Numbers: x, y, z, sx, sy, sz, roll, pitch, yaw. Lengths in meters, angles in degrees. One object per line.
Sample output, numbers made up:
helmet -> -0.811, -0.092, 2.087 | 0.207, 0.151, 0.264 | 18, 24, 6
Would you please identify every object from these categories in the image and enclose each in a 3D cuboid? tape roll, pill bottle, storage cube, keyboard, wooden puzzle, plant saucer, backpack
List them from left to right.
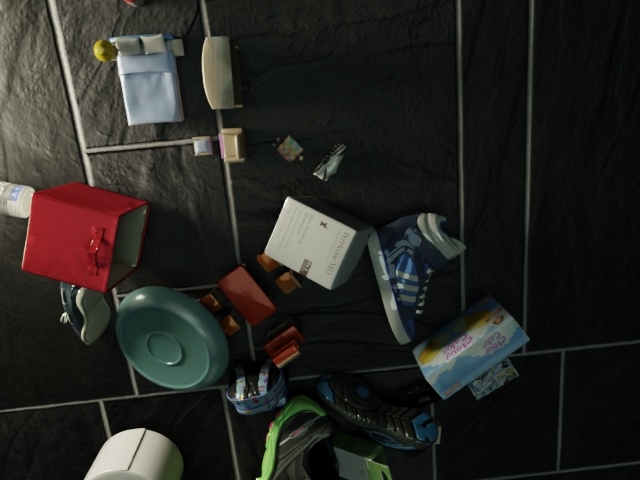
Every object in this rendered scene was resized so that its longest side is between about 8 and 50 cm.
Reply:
pill bottle -> -0.757, -0.102, 1.183 | 0.137, 0.078, 0.078 | 10, 105, -6
storage cube -> -0.530, -0.014, 1.154 | 0.193, 0.215, 0.183 | 16, 105, -1
tape roll -> -0.512, 0.667, 1.366 | 0.247, 0.169, 0.245 | -1, 106, -3
plant saucer -> -0.385, 0.263, 1.269 | 0.318, 0.043, 0.317 | 7, 117, 13
backpack -> -0.159, 0.385, 1.303 | 0.159, 0.173, 0.116 | -15, 106, 0
wooden puzzle -> -0.076, -0.222, 1.223 | 0.049, 0.006, 0.083 | -44, 103, 9
keyboard -> 0.282, 0.430, 1.419 | 0.192, 0.038, 0.100 | -27, 127, 4

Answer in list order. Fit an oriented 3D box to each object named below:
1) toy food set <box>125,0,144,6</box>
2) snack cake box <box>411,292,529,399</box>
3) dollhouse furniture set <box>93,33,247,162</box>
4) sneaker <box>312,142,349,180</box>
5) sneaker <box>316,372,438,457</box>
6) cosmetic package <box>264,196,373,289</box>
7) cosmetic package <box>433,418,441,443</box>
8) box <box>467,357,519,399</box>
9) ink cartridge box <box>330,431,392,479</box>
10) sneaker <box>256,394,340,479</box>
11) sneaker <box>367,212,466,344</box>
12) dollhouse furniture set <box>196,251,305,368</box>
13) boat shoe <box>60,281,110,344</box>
toy food set -> -0.359, -0.577, 1.057 | 0.233, 0.104, 0.111 | -24, 105, 4
snack cake box -> 0.383, 0.273, 1.311 | 0.264, 0.152, 0.089 | -38, 104, 7
dollhouse furniture set -> -0.328, -0.302, 1.089 | 0.304, 0.198, 0.286 | -3, 106, -2
sneaker -> 0.031, -0.192, 1.226 | 0.109, 0.040, 0.044 | -44, 120, 12
sneaker -> 0.135, 0.483, 1.357 | 0.341, 0.125, 0.139 | 27, 132, 9
cosmetic package -> 0.000, 0.000, 1.184 | 0.184, 0.151, 0.151 | 27, 104, 17
cosmetic package -> 0.283, 0.547, 1.440 | 0.115, 0.041, 0.060 | 2, 104, -4
box -> 0.472, 0.373, 1.408 | 0.137, 0.027, 0.093 | -33, 106, 6
ink cartridge box -> 0.126, 0.610, 1.376 | 0.210, 0.062, 0.108 | 0, 112, 42
sneaker -> -0.058, 0.664, 1.358 | 0.203, 0.185, 0.481 | 17, 108, 26
sneaker -> 0.263, 0.090, 1.264 | 0.237, 0.130, 0.322 | -16, 100, 6
dollhouse furniture set -> -0.151, 0.179, 1.264 | 0.262, 0.135, 0.259 | -36, 104, 7
boat shoe -> -0.581, 0.169, 1.228 | 0.079, 0.095, 0.254 | 27, 144, 7
